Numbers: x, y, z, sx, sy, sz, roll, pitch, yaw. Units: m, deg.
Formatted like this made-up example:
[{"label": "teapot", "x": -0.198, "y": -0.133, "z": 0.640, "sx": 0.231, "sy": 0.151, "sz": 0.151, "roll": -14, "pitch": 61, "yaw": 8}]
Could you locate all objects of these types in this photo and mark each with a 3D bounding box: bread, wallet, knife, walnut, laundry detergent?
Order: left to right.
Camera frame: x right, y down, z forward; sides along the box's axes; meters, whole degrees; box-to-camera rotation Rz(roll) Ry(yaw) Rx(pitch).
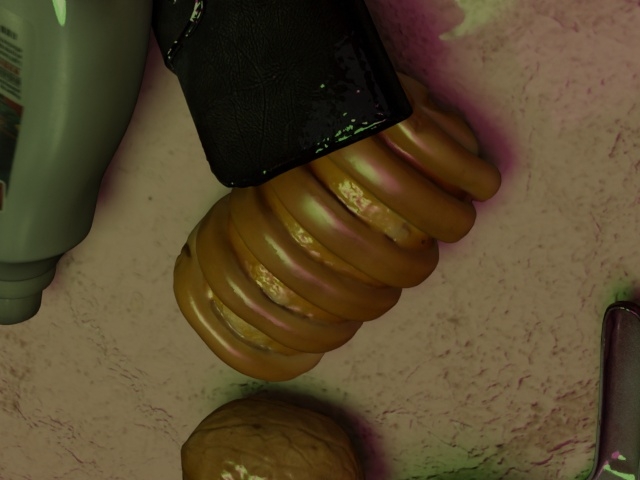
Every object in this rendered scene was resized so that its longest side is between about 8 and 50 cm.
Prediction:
[{"label": "laundry detergent", "x": -0.269, "y": -0.105, "z": 1.045, "sx": 0.264, "sy": 0.125, "sz": 0.398, "roll": 35, "pitch": 132, "yaw": 25}, {"label": "wallet", "x": -0.063, "y": -0.207, "z": 0.931, "sx": 0.172, "sy": 0.045, "sz": 0.318, "roll": -22, "pitch": 87, "yaw": 26}, {"label": "walnut", "x": -0.041, "y": 0.221, "z": 1.152, "sx": 0.180, "sy": 0.144, "sz": 0.144, "roll": 12, "pitch": 119, "yaw": 7}, {"label": "bread", "x": 0.000, "y": 0.000, "z": 1.029, "sx": 0.173, "sy": 0.121, "sz": 0.311, "roll": 39, "pitch": 118, "yaw": -8}, {"label": "knife", "x": 0.254, "y": 0.166, "z": 1.080, "sx": 0.123, "sy": 0.053, "sz": 0.278, "roll": 12, "pitch": 119, "yaw": 26}]
